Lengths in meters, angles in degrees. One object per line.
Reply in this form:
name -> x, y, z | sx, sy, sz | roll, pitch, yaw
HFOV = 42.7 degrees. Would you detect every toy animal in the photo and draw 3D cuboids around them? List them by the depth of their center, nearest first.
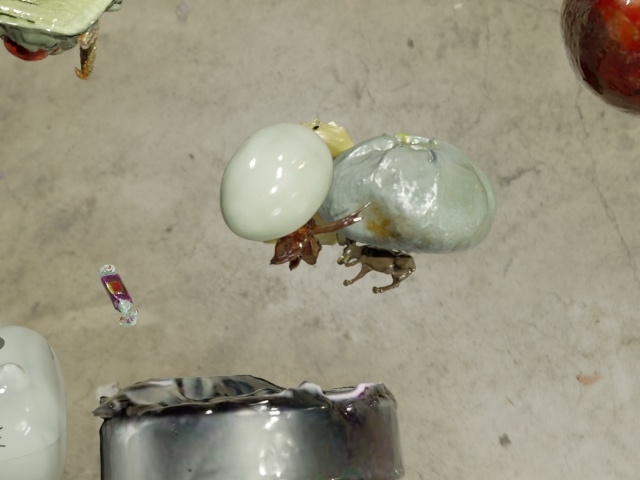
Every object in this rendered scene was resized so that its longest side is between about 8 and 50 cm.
toy animal -> 0.108, 0.037, 1.773 | 0.214, 0.093, 0.186 | 14, 36, 22

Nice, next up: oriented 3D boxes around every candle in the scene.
candle -> -0.030, 0.236, 0.465 | 0.187, 0.187, 0.330 | -9, 76, 15

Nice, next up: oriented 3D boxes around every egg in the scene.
egg -> -0.067, -0.085, 1.204 | 0.151, 0.151, 0.209 | 18, 49, 27

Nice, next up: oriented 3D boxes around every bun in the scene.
bun -> 0.171, -0.101, 1.635 | 0.362, 0.362, 0.211 | 18, 114, 26

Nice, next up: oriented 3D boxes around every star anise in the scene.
star anise -> 0.000, -0.010, 1.425 | 0.144, 0.158, 0.140 | 7, 83, 25

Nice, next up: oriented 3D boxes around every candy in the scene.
candy -> -0.407, 0.105, 1.638 | 0.045, 0.043, 0.175 | -14, 46, -28

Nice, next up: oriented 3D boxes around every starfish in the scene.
starfish -> -0.323, -0.343, 1.113 | 0.043, 0.240, 0.227 | 0, 32, -27

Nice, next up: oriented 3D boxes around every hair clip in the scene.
hair clip -> -0.327, -0.231, 0.702 | 0.321, 0.091, 0.138 | 23, 54, 6

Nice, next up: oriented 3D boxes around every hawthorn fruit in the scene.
hawthorn fruit -> 0.525, -0.324, 1.264 | 0.285, 0.284, 0.369 | -10, 28, 15

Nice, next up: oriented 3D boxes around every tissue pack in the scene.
tissue pack -> -0.532, 0.242, 1.153 | 0.333, 0.236, 0.229 | -5, 34, -17

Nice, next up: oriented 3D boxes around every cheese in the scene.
cheese -> -0.018, -0.132, 1.929 | 0.128, 0.260, 0.315 | 39, 122, 51
